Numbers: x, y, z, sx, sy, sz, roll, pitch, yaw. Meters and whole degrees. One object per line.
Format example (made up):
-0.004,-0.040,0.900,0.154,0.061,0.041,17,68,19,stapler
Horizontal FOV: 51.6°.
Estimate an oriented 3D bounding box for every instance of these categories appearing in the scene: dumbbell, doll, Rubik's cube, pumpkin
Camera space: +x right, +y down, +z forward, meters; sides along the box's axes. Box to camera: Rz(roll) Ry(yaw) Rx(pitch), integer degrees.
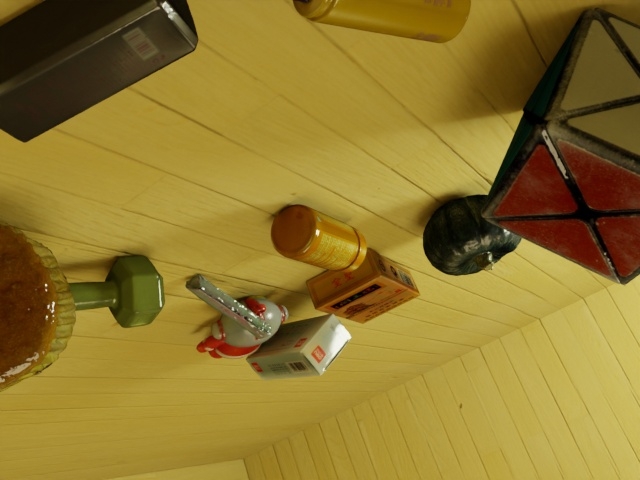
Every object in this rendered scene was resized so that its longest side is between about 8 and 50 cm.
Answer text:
-0.399,0.089,1.033,0.302,0.108,0.121,-1,150,-38,dumbbell
-0.174,0.196,1.485,0.200,0.105,0.336,-11,163,-21,doll
0.414,-0.130,0.957,0.260,0.255,0.259,-59,173,-29,Rubik's cube
0.316,-0.006,1.375,0.212,0.152,0.211,-5,161,-2,pumpkin

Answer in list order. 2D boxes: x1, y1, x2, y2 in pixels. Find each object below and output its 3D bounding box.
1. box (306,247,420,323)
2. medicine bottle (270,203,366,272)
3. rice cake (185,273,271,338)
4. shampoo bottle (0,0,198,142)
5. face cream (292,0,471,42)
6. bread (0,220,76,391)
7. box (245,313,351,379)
0.107,0.116,1.564,0.174,0.076,0.274,-30,155,17,box
0.000,0.000,1.195,0.096,0.096,0.192,-31,156,22,medicine bottle
-0.177,0.132,1.299,0.033,0.033,0.208,-28,126,34,rice cake
-0.242,-0.174,0.628,0.246,0.079,0.080,-25,155,9,shampoo bottle
0.035,-0.258,0.680,0.273,0.078,0.078,-4,152,-35,face cream
-0.454,0.092,0.840,0.253,0.227,0.142,-19,-179,-13,bread
-0.057,0.255,1.569,0.135,0.079,0.269,-46,-165,-35,box
